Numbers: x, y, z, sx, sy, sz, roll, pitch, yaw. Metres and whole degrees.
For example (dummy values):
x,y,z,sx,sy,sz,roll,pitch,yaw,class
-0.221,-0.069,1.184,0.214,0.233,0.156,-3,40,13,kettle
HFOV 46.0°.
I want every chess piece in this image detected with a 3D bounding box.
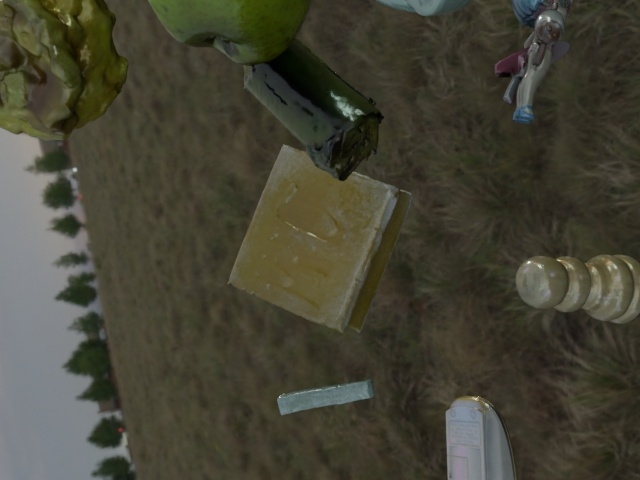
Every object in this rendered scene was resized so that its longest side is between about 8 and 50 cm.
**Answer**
x,y,z,sx,sy,sz,roll,pitch,yaw,class
0.513,0.091,1.513,0.143,0.261,0.143,-175,90,-67,chess piece

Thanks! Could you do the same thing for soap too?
x,y,z,sx,sy,sz,roll,pitch,yaw,class
0.000,0.000,1.603,0.293,0.156,0.335,25,94,24,soap

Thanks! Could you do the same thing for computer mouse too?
x,y,z,sx,sy,sz,roll,pitch,yaw,class
0.188,0.286,0.896,0.102,0.045,0.199,-22,65,60,computer mouse

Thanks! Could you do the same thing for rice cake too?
x,y,z,sx,sy,sz,roll,pitch,yaw,class
0.008,0.261,1.260,0.029,0.171,0.033,-16,-87,-74,rice cake

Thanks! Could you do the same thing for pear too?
x,y,z,sx,sy,sz,roll,pitch,yaw,class
-0.112,-0.379,1.036,0.176,0.286,0.282,7,117,27,pear

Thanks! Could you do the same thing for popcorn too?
x,y,z,sx,sy,sz,roll,pitch,yaw,class
-0.316,-0.201,0.842,0.197,0.155,0.197,15,128,20,popcorn

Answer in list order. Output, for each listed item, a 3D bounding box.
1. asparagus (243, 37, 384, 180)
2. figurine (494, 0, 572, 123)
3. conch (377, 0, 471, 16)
x,y,z,sx,sy,sz,roll,pitch,yaw,class
-0.046,-0.246,1.172,0.382,0.128,0.108,48,-176,31,asparagus
0.336,-0.320,1.197,0.205,0.103,0.260,9,-87,-70,figurine
0.060,-0.258,0.585,0.121,0.185,0.221,-54,34,10,conch
